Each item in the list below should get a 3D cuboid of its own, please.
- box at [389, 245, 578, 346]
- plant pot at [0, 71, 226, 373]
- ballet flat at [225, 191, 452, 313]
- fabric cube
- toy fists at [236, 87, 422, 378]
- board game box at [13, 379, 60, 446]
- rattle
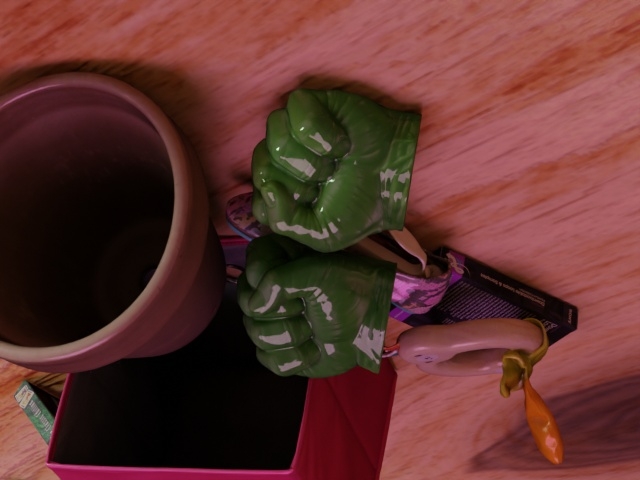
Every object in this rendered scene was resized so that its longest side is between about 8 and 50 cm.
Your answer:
[{"bbox_3d":[0.155,0.069,1.929,0.162,0.029,0.116,26,145,-19],"label":"box"},{"bbox_3d":[-0.196,0.007,1.786,0.263,0.263,0.229,-1,164,19],"label":"plant pot"},{"bbox_3d":[0.024,-0.006,1.819,0.221,0.077,0.079,26,127,-10],"label":"ballet flat"},{"bbox_3d":[-0.087,0.173,1.960,0.254,0.259,0.258,-1,147,19],"label":"fabric cube"},{"bbox_3d":[0.000,0.000,1.731,0.142,0.096,0.279,9,119,3],"label":"toy fists"},{"bbox_3d":[-0.248,0.242,2.179,0.136,0.030,0.259,38,180,-30],"label":"board game box"},{"bbox_3d":[0.121,0.142,1.868,0.199,0.143,0.130,1,177,-26],"label":"rattle"}]
